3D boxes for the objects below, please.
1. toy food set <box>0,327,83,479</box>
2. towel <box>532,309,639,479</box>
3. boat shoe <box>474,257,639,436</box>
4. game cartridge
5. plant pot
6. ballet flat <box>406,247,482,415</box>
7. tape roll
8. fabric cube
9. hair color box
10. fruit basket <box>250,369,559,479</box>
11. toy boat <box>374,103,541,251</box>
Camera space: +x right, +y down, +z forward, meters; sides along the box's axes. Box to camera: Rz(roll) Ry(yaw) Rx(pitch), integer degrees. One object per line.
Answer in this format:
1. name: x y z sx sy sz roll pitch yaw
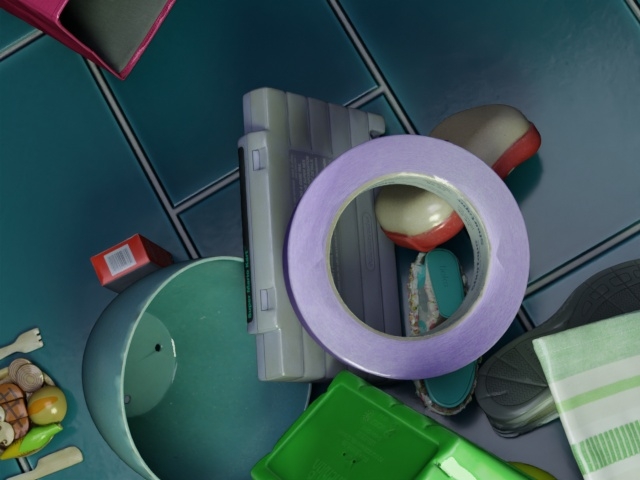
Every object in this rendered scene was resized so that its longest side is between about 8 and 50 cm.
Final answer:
1. toy food set: -0.401 0.223 1.784 0.132 0.038 0.192 -24 76 5
2. towel: 0.387 0.233 1.490 0.248 0.038 0.325 -13 78 -32
3. boat shoe: 0.336 0.131 1.648 0.320 0.103 0.118 -34 56 -4
4. game cartridge: 0.000 0.000 1.667 0.068 0.230 0.355 -17 72 46
5. plant pot: -0.181 0.161 1.660 0.195 0.290 0.290 2 77 47
6. ballet flat: 0.147 0.120 1.654 0.091 0.077 0.241 12 53 -11
7. tape roll: 0.095 0.020 1.539 0.275 0.090 0.275 0 86 -4
8. fabric cube: -0.335 -0.411 1.787 0.258 0.259 0.254 32 87 15
9. hair color box: -0.236 0.037 1.739 0.072 0.141 0.043 -27 75 4
10. fruit basket: 0.151 0.335 1.498 0.392 0.392 0.283 40 80 15
11. toy boat: 0.191 -0.060 1.694 0.231 0.151 0.151 -48 115 -13
